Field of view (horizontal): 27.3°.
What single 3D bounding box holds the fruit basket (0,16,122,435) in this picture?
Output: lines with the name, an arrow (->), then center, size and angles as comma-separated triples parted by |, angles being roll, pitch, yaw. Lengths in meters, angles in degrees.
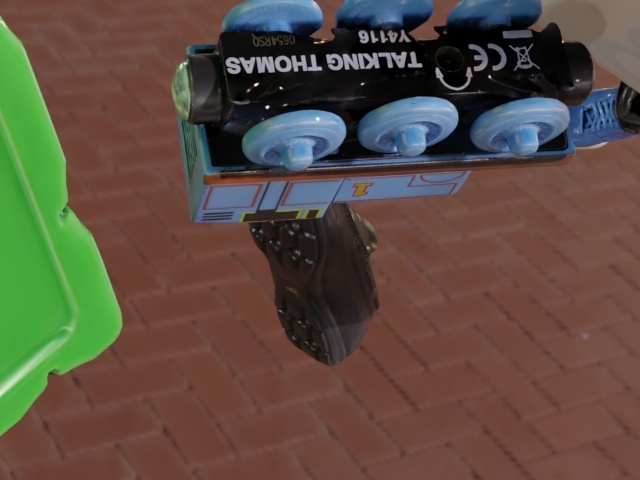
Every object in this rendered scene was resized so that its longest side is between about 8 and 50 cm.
fruit basket -> -0.267, -0.096, 0.472 | 0.392, 0.392, 0.283 | 31, 56, 27

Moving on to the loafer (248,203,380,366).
loafer -> 0.000, 0.000, 0.947 | 0.076, 0.223, 0.078 | 28, 60, 30

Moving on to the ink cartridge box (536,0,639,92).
ink cartridge box -> 0.290, -0.080, 0.615 | 0.308, 0.091, 0.385 | 33, -1, -6

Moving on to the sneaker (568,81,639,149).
sneaker -> 0.264, -0.117, 1.180 | 0.152, 0.058, 0.084 | -3, -7, 26

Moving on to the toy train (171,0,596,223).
toy train -> 0.024, -0.058, 0.572 | 0.184, 0.105, 0.080 | -5, 70, -15
